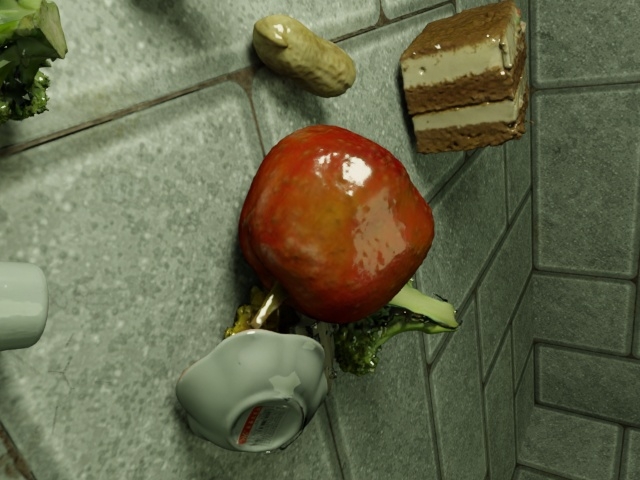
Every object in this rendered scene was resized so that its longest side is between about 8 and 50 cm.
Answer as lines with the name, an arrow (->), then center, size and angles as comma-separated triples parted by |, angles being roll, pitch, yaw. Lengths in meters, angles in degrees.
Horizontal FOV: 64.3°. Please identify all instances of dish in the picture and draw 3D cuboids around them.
dish -> -0.082, 0.233, 0.709 | 0.230, 0.081, 0.229 | -9, 123, -14

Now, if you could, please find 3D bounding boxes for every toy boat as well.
toy boat -> -0.002, 0.196, 0.871 | 0.084, 0.066, 0.210 | -47, 140, -43

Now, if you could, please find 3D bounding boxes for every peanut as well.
peanut -> -0.026, -0.292, 0.822 | 0.214, 0.100, 0.099 | 4, 91, -53

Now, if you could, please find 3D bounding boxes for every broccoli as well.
broccoli -> 0.112, 0.167, 0.985 | 0.242, 0.273, 0.180 | -57, 165, -59
broccoli -> -0.286, -0.163, 0.419 | 0.162, 0.138, 0.145 | -104, -177, -59

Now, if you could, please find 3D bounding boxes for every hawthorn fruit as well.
hawthorn fruit -> 0.000, 0.000, 0.759 | 0.330, 0.287, 0.287 | -53, 137, -22

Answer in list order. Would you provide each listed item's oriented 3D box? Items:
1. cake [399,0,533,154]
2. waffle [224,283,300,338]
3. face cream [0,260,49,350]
cake -> 0.356, -0.390, 1.245 | 0.255, 0.282, 0.290 | -59, 136, -44
waffle -> -0.089, 0.195, 0.839 | 0.231, 0.051, 0.228 | -57, 139, -34
face cream -> -0.373, 0.049, 0.365 | 0.314, 0.089, 0.143 | 6, 89, -46
